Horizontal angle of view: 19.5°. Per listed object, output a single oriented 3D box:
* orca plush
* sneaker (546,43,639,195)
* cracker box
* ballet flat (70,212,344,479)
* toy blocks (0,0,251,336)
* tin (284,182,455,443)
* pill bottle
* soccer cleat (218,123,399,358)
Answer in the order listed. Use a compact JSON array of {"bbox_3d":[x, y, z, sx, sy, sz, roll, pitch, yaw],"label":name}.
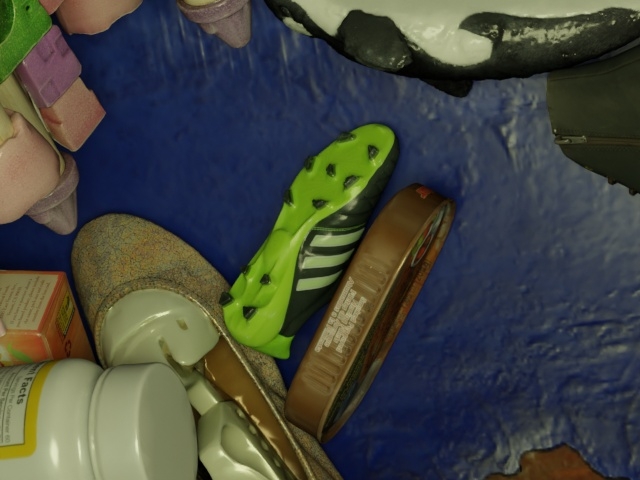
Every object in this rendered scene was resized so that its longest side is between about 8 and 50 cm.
[{"bbox_3d":[0.100,-0.146,1.233,0.287,0.102,0.151,-4,53,5],"label":"orca plush"},{"bbox_3d":[0.238,-0.040,1.190,0.118,0.083,0.222,-9,125,38],"label":"sneaker"},{"bbox_3d":[-0.278,0.095,1.322,0.232,0.067,0.155,1,134,13],"label":"cracker box"},{"bbox_3d":[-0.074,0.114,1.288,0.107,0.106,0.316,-40,87,16],"label":"ballet flat"},{"bbox_3d":[-0.220,-0.111,1.217,0.309,0.288,0.260,7,139,36],"label":"toy blocks"},{"bbox_3d":[0.032,0.048,1.250,0.040,0.106,0.189,29,104,9],"label":"tin"},{"bbox_3d":[-0.194,0.140,1.213,0.208,0.119,0.119,-8,97,17],"label":"pill bottle"},{"bbox_3d":[0.000,0.000,1.280,0.060,0.072,0.179,34,87,42],"label":"soccer cleat"}]
